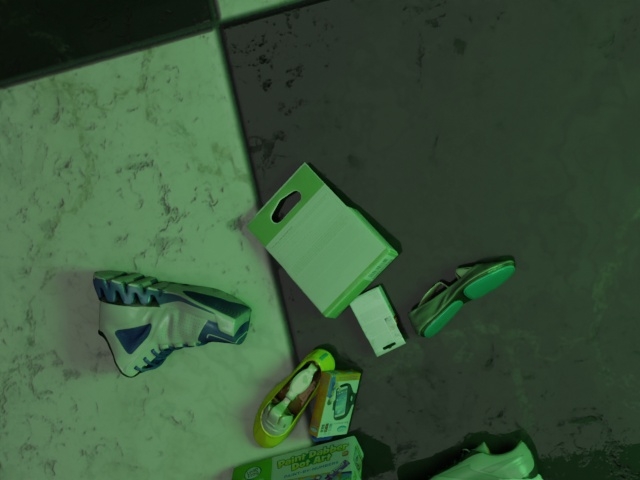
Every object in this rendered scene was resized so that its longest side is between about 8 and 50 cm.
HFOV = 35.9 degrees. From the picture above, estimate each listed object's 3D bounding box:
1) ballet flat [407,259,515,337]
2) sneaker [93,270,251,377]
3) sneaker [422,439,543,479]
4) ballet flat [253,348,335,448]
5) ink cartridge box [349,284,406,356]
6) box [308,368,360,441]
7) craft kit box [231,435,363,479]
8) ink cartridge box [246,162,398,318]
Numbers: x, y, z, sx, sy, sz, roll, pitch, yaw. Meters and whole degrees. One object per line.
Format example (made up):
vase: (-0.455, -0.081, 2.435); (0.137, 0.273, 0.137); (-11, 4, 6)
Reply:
ballet flat: (0.242, 0.086, 1.743); (0.213, 0.072, 0.068); (-40, 56, 10)
sneaker: (-0.286, 0.172, 1.844); (0.316, 0.127, 0.182); (13, 101, 18)
sneaker: (0.255, 0.421, 1.763); (0.272, 0.100, 0.108); (-12, 78, 10)
ballet flat: (-0.059, 0.294, 1.819); (0.077, 0.077, 0.231); (39, 102, 8)
ink cartridge box: (0.105, 0.146, 1.795); (0.063, 0.029, 0.115); (-27, 90, 13)
box: (0.024, 0.303, 1.800); (0.028, 0.081, 0.136); (17, 99, 43)
craft kit box: (-0.049, 0.473, 1.751); (0.250, 0.246, 0.061); (-18, 114, 13)
ink cartridge box: (0.000, 0.000, 1.793); (0.171, 0.056, 0.235); (-46, 69, 12)
